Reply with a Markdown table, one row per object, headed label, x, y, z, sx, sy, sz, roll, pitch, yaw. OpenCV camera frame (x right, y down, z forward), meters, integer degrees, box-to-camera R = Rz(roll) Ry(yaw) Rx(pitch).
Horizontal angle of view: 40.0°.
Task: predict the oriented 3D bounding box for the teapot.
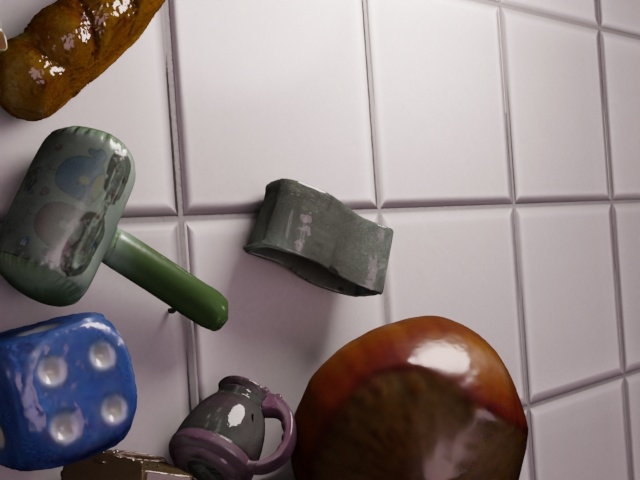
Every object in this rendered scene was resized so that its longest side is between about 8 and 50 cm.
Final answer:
| label | x | y | z | sx | sy | sz | roll | pitch | yaw |
| --- | --- | --- | --- | --- | --- | --- | --- | --- | --- |
| teapot | -0.112 | 0.244 | 1.150 | 0.116 | 0.148 | 0.146 | 48 | 43 | -20 |

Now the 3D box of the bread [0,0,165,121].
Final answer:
| label | x | y | z | sx | sy | sz | roll | pitch | yaw |
| --- | --- | --- | --- | --- | --- | --- | --- | --- | --- |
| bread | -0.267 | -0.268 | 1.059 | 0.084 | 0.124 | 0.344 | 39 | 57 | -5 |

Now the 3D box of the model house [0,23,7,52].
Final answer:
| label | x | y | z | sx | sy | sz | roll | pitch | yaw |
| --- | --- | --- | --- | --- | --- | --- | --- | --- | --- |
| model house | -0.413 | -0.261 | 0.920 | 0.127 | 0.100 | 0.149 | -11 | 93 | -44 |

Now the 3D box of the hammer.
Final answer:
| label | x | y | z | sx | sy | sz | roll | pitch | yaw |
| --- | --- | --- | --- | --- | --- | --- | --- | --- | --- |
| hammer | -0.230 | 0.022 | 1.079 | 0.335 | 0.119 | 0.206 | 41 | 61 | -42 |

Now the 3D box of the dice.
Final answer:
| label | x | y | z | sx | sy | sz | roll | pitch | yaw |
| --- | --- | --- | --- | --- | --- | --- | --- | --- | --- |
| dice | -0.299 | 0.163 | 0.968 | 0.146 | 0.143 | 0.146 | -14 | 97 | -44 |

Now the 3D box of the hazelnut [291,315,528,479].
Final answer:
| label | x | y | z | sx | sy | sz | roll | pitch | yaw |
| --- | --- | --- | --- | --- | --- | --- | --- | --- | --- |
| hazelnut | 0.116 | 0.278 | 1.220 | 0.365 | 0.365 | 0.366 | 4 | 84 | -44 |

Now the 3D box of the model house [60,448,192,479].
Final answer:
| label | x | y | z | sx | sy | sz | roll | pitch | yaw |
| --- | --- | --- | --- | --- | --- | --- | --- | --- | --- |
| model house | -0.279 | 0.326 | 0.986 | 0.248 | 0.176 | 0.181 | 14 | 78 | -26 |

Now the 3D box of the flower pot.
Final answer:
| label | x | y | z | sx | sy | sz | roll | pitch | yaw |
| --- | --- | --- | --- | --- | --- | --- | --- | --- | --- |
| flower pot | 0.000 | 0.000 | 1.297 | 0.229 | 0.103 | 0.108 | 28 | 68 | -38 |
